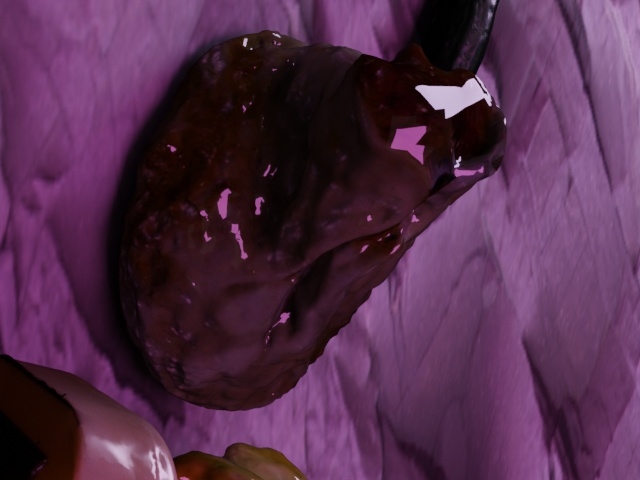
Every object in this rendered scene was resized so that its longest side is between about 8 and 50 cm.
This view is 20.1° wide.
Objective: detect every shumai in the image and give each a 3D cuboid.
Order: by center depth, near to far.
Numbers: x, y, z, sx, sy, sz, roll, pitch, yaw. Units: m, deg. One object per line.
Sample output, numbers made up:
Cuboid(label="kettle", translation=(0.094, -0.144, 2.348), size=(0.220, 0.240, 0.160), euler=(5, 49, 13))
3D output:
Cuboid(label="shumai", translation=(0.000, 0.000, 1.198), size=(0.222, 0.204, 0.271), euler=(-19, 119, -47))

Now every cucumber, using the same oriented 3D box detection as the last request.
Cuboid(label="cucumber", translation=(0.085, -0.120, 1.384), size=(0.056, 0.056, 0.284), euler=(39, 70, -50))

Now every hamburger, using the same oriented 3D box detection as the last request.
Cuboid(label="hamburger", translation=(-0.173, 0.155, 1.023), size=(0.173, 0.210, 0.116), euler=(-49, 127, -15))

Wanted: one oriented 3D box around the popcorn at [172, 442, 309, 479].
Cuboid(label="popcorn", translation=(-0.072, 0.253, 1.155), size=(0.259, 0.212, 0.259), euler=(-45, 176, -4))
